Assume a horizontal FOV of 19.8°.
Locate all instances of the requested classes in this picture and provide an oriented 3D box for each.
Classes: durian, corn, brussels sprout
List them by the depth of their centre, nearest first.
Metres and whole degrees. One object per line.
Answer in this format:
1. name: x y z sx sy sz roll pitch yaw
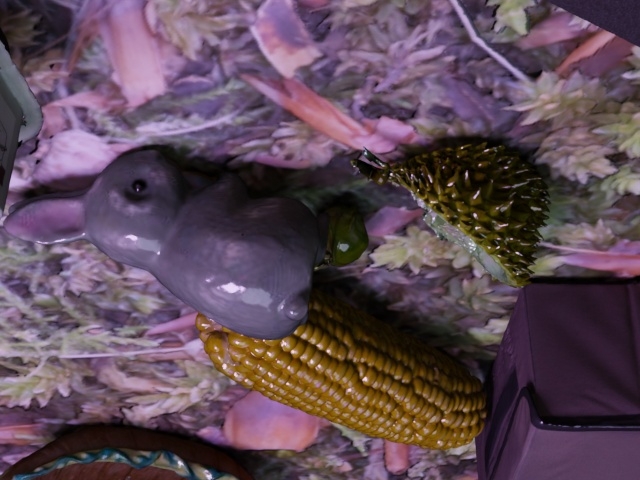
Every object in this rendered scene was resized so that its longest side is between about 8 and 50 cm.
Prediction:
1. durian: 0.111 -0.019 1.379 0.100 0.086 0.215 -10 147 32
2. brussels sprout: 0.000 0.001 1.423 0.083 0.046 0.051 -16 146 32
3. corn: 0.016 0.103 1.506 0.310 0.101 0.101 29 132 -34

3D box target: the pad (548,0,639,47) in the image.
1. pad: 0.188 -0.201 1.199 0.211 0.003 0.143 22 136 -29

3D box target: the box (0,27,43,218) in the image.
1. box: -0.317 -0.123 1.125 0.220 0.166 0.290 -12 142 10

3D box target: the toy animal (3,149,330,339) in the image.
1. toy animal: -0.106 -0.008 1.348 0.236 0.138 0.108 22 107 -9

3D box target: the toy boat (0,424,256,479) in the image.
1. toy boat: -0.177 0.220 1.654 0.293 0.099 0.108 14 140 -33

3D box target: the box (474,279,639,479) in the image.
1. box: 0.237 0.156 1.554 0.188 0.153 0.252 1 143 -4
